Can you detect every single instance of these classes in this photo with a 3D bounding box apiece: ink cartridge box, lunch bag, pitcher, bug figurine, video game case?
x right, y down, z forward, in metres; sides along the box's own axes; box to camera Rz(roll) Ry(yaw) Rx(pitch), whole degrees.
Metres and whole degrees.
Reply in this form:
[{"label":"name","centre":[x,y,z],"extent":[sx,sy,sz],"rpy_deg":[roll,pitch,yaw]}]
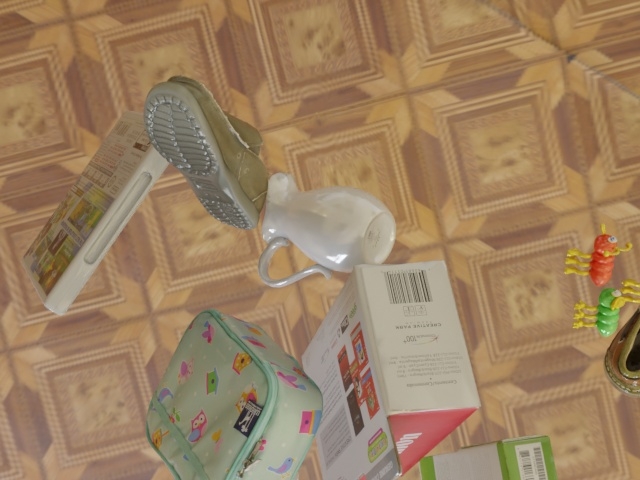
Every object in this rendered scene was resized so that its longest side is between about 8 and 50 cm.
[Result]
[{"label":"ink cartridge box","centre":[0.274,0.427,1.670],"extent":[0.097,0.255,0.189],"rpy_deg":[-1,75,-28]},{"label":"lunch bag","centre":[-0.123,0.234,1.350],"extent":[0.107,0.279,0.224],"rpy_deg":[26,97,-33]},{"label":"pitcher","centre":[0.000,0.000,1.535],"extent":[0.207,0.125,0.178],"rpy_deg":[16,91,37]},{"label":"bug figurine","centre":[0.518,0.045,1.682],"extent":[0.279,0.072,0.216],"rpy_deg":[-21,125,-31]},{"label":"ink cartridge box","centre":[0.088,0.217,1.370],"extent":[0.130,0.309,0.272],"rpy_deg":[-2,63,-17]},{"label":"video game case","centre":[-0.325,-0.055,1.497],"extent":[0.036,0.329,0.300],"rpy_deg":[36,85,-23]}]

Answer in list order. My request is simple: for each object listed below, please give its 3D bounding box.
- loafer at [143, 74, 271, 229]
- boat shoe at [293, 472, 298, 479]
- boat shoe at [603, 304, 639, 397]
[{"label":"loafer","centre":[-0.123,-0.111,1.177],"extent":[0.094,0.251,0.087],"rpy_deg":[16,64,24]},{"label":"boat shoe","centre":[-0.127,0.463,1.914],"extent":[0.108,0.301,0.102],"rpy_deg":[5,86,-27]},{"label":"boat shoe","centre":[0.466,0.066,1.232],"extent":[0.110,0.104,0.307],"rpy_deg":[38,85,19]}]
